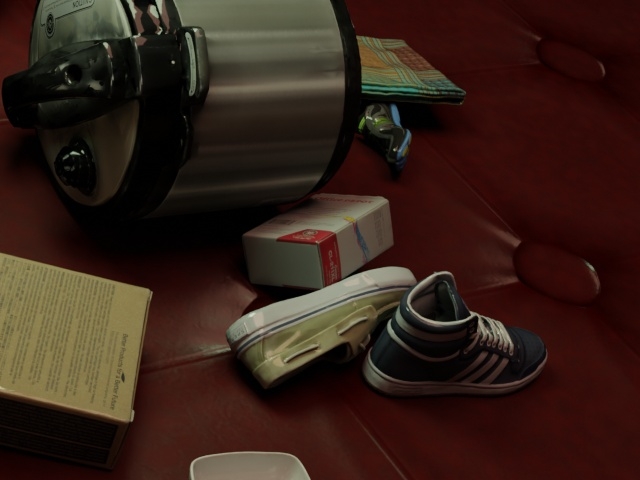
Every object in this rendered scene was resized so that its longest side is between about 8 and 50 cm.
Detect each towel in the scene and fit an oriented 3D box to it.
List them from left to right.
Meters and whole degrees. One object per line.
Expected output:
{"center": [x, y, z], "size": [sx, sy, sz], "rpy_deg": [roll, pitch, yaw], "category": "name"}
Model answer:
{"center": [0.023, -0.294, 2.445], "size": [0.370, 0.040, 0.271], "rpy_deg": [1, 27, -26], "category": "towel"}

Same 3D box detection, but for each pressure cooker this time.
{"center": [-0.200, -0.210, 1.975], "size": [0.420, 0.370, 0.375], "rpy_deg": [-7, 49, -33], "category": "pressure cooker"}

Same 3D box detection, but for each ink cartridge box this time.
{"center": [-0.305, 0.134, 1.703], "size": [0.193, 0.088, 0.235], "rpy_deg": [16, 35, -10], "category": "ink cartridge box"}
{"center": [0.000, 0.000, 2.011], "size": [0.127, 0.072, 0.175], "rpy_deg": [5, 22, 36], "category": "ink cartridge box"}

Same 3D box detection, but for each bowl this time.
{"center": [-0.073, 0.301, 1.634], "size": [0.142, 0.053, 0.142], "rpy_deg": [2, 39, -27], "category": "bowl"}

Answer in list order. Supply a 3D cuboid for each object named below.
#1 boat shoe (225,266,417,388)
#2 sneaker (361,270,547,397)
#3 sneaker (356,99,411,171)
{"center": [0.013, 0.113, 1.908], "size": [0.302, 0.109, 0.094], "rpy_deg": [-18, 74, -37], "category": "boat shoe"}
{"center": [0.200, 0.119, 1.931], "size": [0.282, 0.153, 0.099], "rpy_deg": [-3, 42, -31], "category": "sneaker"}
{"center": [0.093, -0.166, 2.340], "size": [0.078, 0.067, 0.188], "rpy_deg": [3, 33, -17], "category": "sneaker"}
